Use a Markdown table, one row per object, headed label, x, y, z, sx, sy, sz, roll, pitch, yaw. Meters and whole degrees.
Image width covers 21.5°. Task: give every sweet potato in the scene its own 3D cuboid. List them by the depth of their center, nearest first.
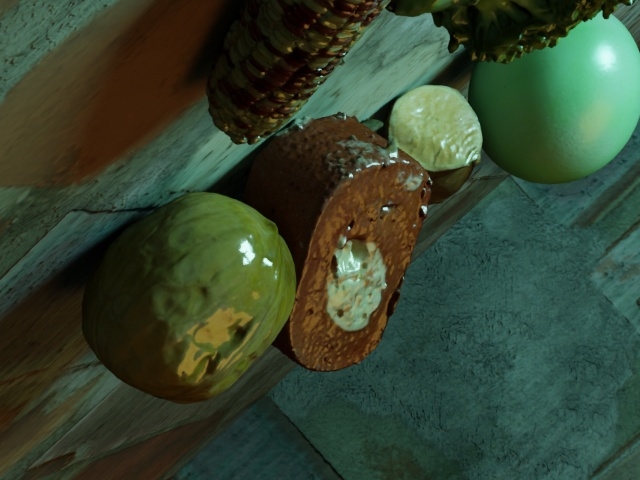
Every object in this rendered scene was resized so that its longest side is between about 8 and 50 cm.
| label | x | y | z | sx | sy | sz | roll | pitch | yaw |
| --- | --- | --- | --- | --- | --- | --- | --- | --- | --- |
| sweet potato | 0.137 | -0.105 | 2.210 | 0.131 | 0.131 | 0.337 | -39 | 172 | -8 |

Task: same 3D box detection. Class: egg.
| label | x | y | z | sx | sy | sz | roll | pitch | yaw |
| --- | --- | --- | --- | --- | --- | --- | --- | --- | --- |
| egg | 0.302 | -0.191 | 2.160 | 0.220 | 0.220 | 0.270 | -35 | 164 | -31 |

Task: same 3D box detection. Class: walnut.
| label | x | y | z | sx | sy | sz | roll | pitch | yaw |
| --- | --- | --- | --- | --- | --- | --- | --- | --- | --- |
| walnut | -0.129 | 0.055 | 1.695 | 0.221 | 0.195 | 0.195 | -40 | 171 | 3 |

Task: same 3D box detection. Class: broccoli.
| label | x | y | z | sx | sy | sz | roll | pitch | yaw |
| --- | --- | --- | --- | --- | --- | --- | --- | --- | --- |
| broccoli | 0.179 | -0.229 | 1.405 | 0.242 | 0.180 | 0.273 | -44 | -168 | 45 |

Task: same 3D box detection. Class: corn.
| label | x | y | z | sx | sy | sz | roll | pitch | yaw |
| --- | --- | --- | --- | --- | --- | --- | --- | --- | --- |
| corn | -0.018 | -0.172 | 1.354 | 0.098 | 0.098 | 0.290 | -34 | 172 | -36 |

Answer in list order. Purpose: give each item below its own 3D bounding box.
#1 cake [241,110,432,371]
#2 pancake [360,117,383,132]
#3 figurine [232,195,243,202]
| label | x | y | z | sx | sy | sz | roll | pitch | yaw |
| --- | --- | --- | --- | --- | --- | --- | --- | --- | --- |
| cake | 0.000 | 0.000 | 1.835 | 0.177 | 0.151 | 0.283 | 2 | 117 | -42 |
| pancake | -0.015 | -0.059 | 2.112 | 0.286 | 0.033 | 0.288 | -48 | 169 | 31 |
| figurine | -0.068 | -0.032 | 1.918 | 0.140 | 0.068 | 0.075 | -45 | 169 | -13 |
